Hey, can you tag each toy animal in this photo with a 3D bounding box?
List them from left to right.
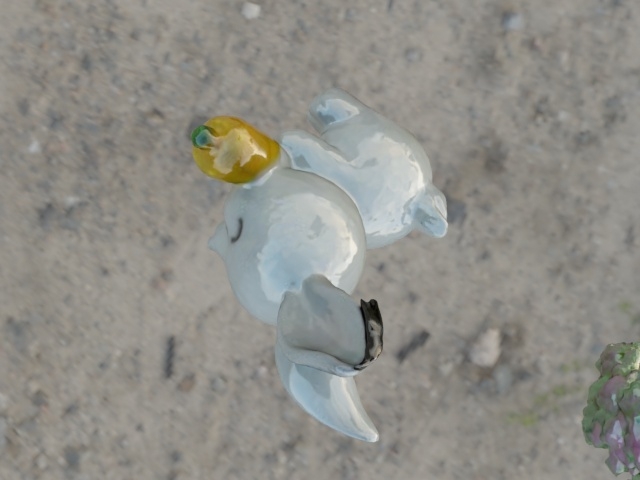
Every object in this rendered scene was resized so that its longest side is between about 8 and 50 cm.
[{"bbox_3d":[0.000,0.000,0.790,0.182,0.127,0.131,-54,149,-46],"label":"toy animal"}]

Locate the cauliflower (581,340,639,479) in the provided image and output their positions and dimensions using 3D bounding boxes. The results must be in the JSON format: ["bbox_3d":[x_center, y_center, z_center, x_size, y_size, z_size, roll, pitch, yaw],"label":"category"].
[{"bbox_3d":[0.309,0.136,0.992,0.256,0.239,0.315,66,21,4],"label":"cauliflower"}]
